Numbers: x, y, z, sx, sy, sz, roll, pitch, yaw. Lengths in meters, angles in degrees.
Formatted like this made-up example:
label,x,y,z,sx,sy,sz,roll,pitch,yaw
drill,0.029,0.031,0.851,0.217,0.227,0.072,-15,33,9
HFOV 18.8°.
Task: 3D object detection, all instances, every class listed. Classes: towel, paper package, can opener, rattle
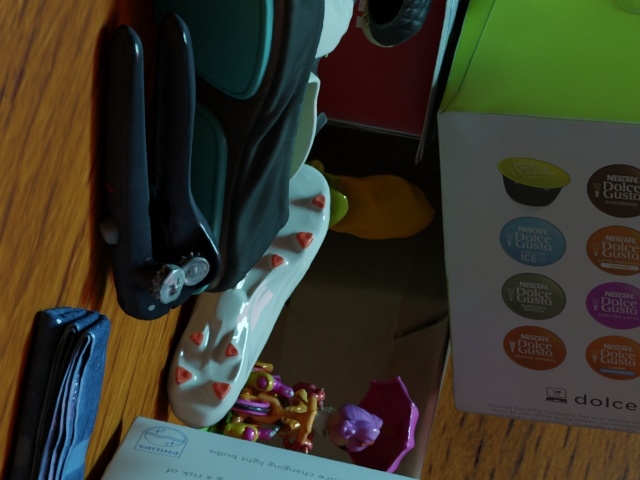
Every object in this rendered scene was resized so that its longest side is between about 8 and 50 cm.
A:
label,x,y,z,sx,sy,sz,roll,pitch,yaw
towel,-0.123,0.091,0.910,0.067,0.029,0.119,-26,127,-84
paper package,0.044,0.055,1.763,0.325,0.168,0.309,-73,171,-51
can opener,-0.087,-0.033,0.962,0.059,0.073,0.186,-30,144,-25
rattle,0.000,0.000,1.413,0.130,0.143,0.199,-61,-178,6

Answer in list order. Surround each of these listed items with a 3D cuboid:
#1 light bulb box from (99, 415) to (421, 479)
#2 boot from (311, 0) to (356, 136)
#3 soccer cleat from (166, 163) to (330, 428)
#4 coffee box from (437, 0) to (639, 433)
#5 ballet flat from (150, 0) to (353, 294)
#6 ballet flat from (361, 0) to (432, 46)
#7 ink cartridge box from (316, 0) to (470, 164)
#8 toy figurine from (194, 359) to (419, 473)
label,x,y,z,sx,sy,sz,roll,pitch,yaw
light bulb box,-0.062,0.343,1.032,0.361,0.225,0.358,-66,167,-68
boot,-0.021,-0.148,1.242,0.263,0.091,0.229,-78,-174,-55
soccer cleat,-0.053,0.036,1.298,0.076,0.068,0.196,110,5,-69
coffee box,0.291,-0.073,1.566,0.338,0.338,0.334,-72,162,-45
ballet flat,-0.040,-0.092,1.014,0.096,0.095,0.280,-33,151,-36
ballet flat,0.049,-0.169,1.220,0.173,0.049,0.057,124,-44,-69
ink cartridge box,0.060,-0.249,1.495,0.272,0.130,0.309,-66,165,-66
toy figurine,-0.005,0.131,1.477,0.173,0.159,0.130,20,81,-83
